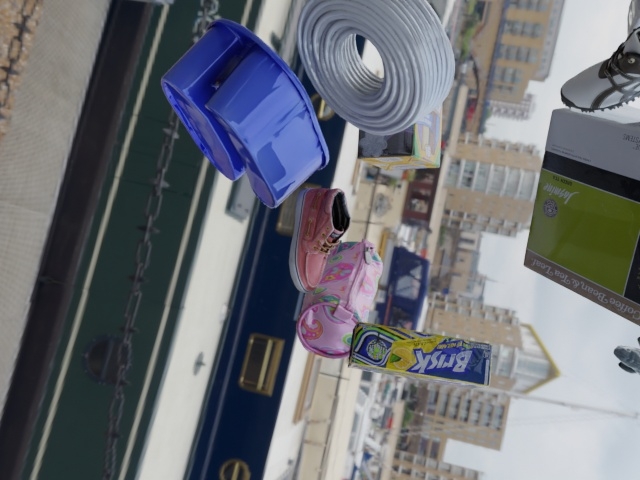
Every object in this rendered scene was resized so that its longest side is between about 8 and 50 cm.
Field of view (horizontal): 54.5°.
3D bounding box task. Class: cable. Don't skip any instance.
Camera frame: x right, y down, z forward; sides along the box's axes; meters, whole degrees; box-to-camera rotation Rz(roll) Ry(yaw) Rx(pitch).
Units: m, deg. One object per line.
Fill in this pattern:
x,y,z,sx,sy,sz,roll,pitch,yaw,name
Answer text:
0.079,-0.287,0.963,0.089,0.257,0.257,-41,121,-28,cable

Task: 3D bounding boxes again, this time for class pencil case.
0.042,0.096,1.136,0.284,0.124,0.124,-60,159,-63,pencil case

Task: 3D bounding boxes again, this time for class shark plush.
0.626,0.256,1.168,0.073,0.161,0.067,-49,157,19,shark plush

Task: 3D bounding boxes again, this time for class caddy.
-0.111,-0.218,1.074,0.179,0.241,0.341,-48,151,-14,caddy

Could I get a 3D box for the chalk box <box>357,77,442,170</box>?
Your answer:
0.168,-0.263,1.288,0.132,0.132,0.212,10,83,-55,chalk box

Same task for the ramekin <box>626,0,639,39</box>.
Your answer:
0.678,-0.385,1.083,0.277,0.277,0.135,89,13,-51,ramekin

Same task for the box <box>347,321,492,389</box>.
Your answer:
0.122,0.144,0.771,0.059,0.169,0.054,98,1,-73,box

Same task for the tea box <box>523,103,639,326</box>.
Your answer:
0.579,-0.049,1.103,0.329,0.220,0.323,37,-51,52,tea box

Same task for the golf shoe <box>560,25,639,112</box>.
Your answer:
0.370,-0.214,0.739,0.094,0.198,0.077,38,63,-32,golf shoe

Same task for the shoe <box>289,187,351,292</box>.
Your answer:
0.000,0.000,1.022,0.064,0.081,0.177,6,86,-46,shoe
